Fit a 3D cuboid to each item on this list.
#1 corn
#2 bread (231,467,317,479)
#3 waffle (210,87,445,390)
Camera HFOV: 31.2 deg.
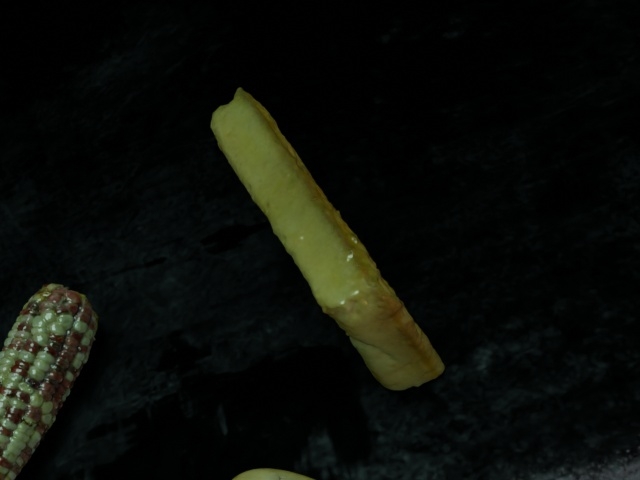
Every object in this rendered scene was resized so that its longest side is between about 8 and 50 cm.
[{"bbox_3d":[-0.278,0.149,1.046,0.080,0.079,0.237,13,62,26],"label":"corn"},{"bbox_3d":[-0.052,0.315,0.796,0.142,0.091,0.305,22,90,45],"label":"bread"},{"bbox_3d":[0.000,0.000,1.000,0.057,0.168,0.274,-35,54,1],"label":"waffle"}]
